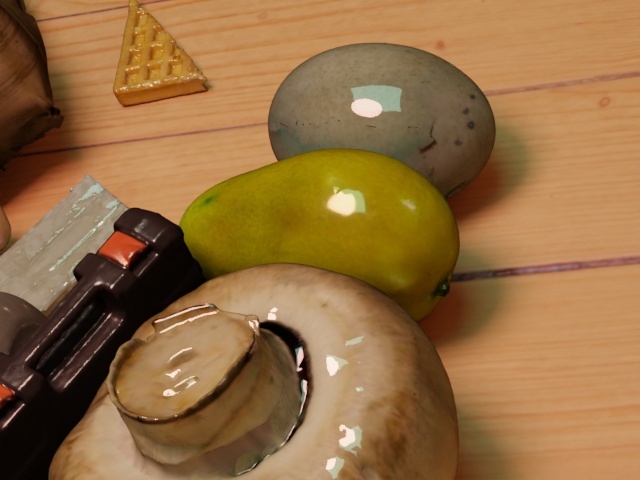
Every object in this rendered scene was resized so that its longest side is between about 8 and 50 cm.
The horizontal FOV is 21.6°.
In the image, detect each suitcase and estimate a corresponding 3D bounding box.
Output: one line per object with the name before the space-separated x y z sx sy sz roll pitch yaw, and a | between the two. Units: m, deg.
suitcase | -0.205 0.131 1.533 0.066 0.206 0.285 23 62 34

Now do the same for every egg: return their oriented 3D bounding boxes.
egg | 0.060 -0.112 1.670 0.236 0.169 0.169 5 52 31

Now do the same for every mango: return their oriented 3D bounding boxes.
mango | 0.007 0.005 1.576 0.273 0.185 0.149 -9 45 38

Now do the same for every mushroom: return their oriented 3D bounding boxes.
mushroom | -0.061 0.169 1.396 0.352 0.260 0.352 -15 40 13

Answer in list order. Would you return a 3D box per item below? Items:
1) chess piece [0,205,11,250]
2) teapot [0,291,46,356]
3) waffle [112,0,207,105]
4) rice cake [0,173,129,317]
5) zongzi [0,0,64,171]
chess piece | -0.468 0.052 1.782 0.307 0.139 0.124 -29 2 -11
teapot | -0.370 0.155 1.622 0.251 0.183 0.183 -15 44 25
waffle | -0.181 -0.242 1.996 0.125 0.032 0.191 -10 47 17
rice cake | -0.291 0.028 1.788 0.211 0.038 0.124 -40 46 -14
zongzi | -0.536 -0.118 1.989 0.500 0.218 0.467 -39 19 2
